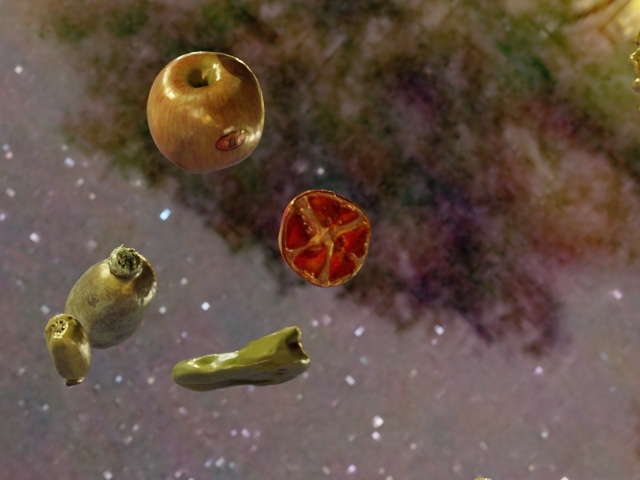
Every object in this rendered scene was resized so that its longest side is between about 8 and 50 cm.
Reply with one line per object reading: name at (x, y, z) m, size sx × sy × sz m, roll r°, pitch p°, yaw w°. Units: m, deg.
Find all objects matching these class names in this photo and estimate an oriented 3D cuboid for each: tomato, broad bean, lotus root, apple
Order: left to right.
lotus root at (-0.470, 0.208, 2.407) m, size 0.183 × 0.077 × 0.090 m, roll 88°, pitch 158°, yaw -49°
lotus root at (-0.438, 0.125, 2.724) m, size 0.175 × 0.349 × 0.175 m, roll 14°, pitch -123°, yaw -23°
apple at (-0.200, -0.225, 2.251) m, size 0.188 × 0.211 × 0.211 m, roll 82°, pitch 164°, yaw -46°
broad bean at (-0.112, 0.184, 1.891) m, size 0.206 × 0.153 × 0.072 m, roll -15°, pitch -108°, yaw -21°
tomato at (0.000, 0.000, 2.029) m, size 0.155 × 0.155 × 0.069 m, roll 40°, pitch 165°, yaw -11°

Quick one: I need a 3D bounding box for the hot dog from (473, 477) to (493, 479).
hot dog at (0.129, 0.568, 1.918) m, size 0.367 × 0.365 × 0.196 m, roll -8°, pitch -174°, yaw -21°

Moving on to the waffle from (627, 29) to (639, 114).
waffle at (0.603, -0.245, 2.063) m, size 0.229 × 0.219 × 0.057 m, roll 5°, pitch 173°, yaw -9°
